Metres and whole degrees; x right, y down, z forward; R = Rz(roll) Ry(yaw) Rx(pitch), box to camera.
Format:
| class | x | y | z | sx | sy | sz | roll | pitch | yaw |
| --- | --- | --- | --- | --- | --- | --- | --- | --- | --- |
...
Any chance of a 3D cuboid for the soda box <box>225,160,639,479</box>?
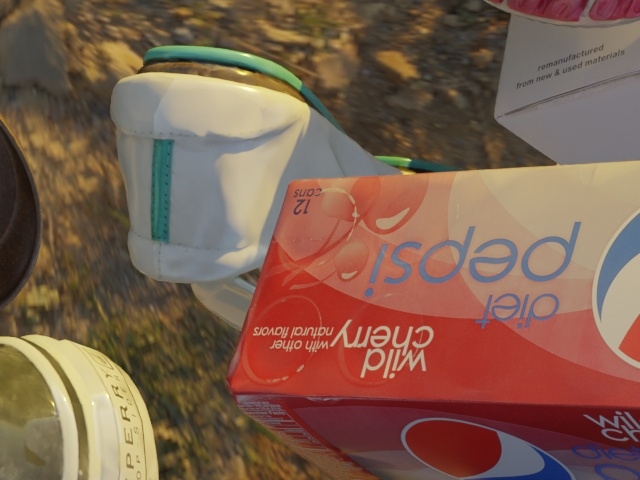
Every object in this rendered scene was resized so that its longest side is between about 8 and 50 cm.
| class | x | y | z | sx | sy | sz | roll | pitch | yaw |
| --- | --- | --- | --- | --- | --- | --- | --- | --- | --- |
| soda box | 0.098 | 0.031 | 0.585 | 0.083 | 0.263 | 0.092 | 40 | 59 | -42 |

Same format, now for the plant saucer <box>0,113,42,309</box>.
| class | x | y | z | sx | sy | sz | roll | pitch | yaw |
| --- | --- | --- | --- | --- | --- | --- | --- | --- | --- |
| plant saucer | -0.245 | -0.038 | 1.031 | 0.198 | 0.036 | 0.198 | 9 | 125 | 12 |

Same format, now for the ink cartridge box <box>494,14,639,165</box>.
| class | x | y | z | sx | sy | sz | roll | pitch | yaw |
| --- | --- | --- | --- | --- | --- | --- | --- | --- | --- |
| ink cartridge box | 0.227 | -0.160 | 1.052 | 0.207 | 0.117 | 0.283 | 30 | 61 | -35 |

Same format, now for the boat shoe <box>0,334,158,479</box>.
| class | x | y | z | sx | sy | sz | roll | pitch | yaw |
| --- | --- | --- | --- | --- | --- | --- | --- | --- | --- |
| boat shoe | -0.202 | 0.113 | 0.571 | 0.335 | 0.121 | 0.119 | -36 | 145 | 29 |

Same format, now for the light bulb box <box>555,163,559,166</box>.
| class | x | y | z | sx | sy | sz | roll | pitch | yaw |
| --- | --- | --- | --- | --- | --- | --- | --- | --- | --- |
| light bulb box | 0.345 | 0.114 | 1.234 | 0.225 | 0.361 | 0.358 | -54 | 135 | -6 |

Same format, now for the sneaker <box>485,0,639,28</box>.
| class | x | y | z | sx | sy | sz | roll | pitch | yaw |
| --- | --- | --- | --- | --- | --- | --- | --- | --- | --- |
| sneaker | 0.110 | -0.179 | 0.900 | 0.112 | 0.299 | 0.121 | 13 | 106 | -29 |

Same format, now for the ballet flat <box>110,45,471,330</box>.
| class | x | y | z | sx | sy | sz | roll | pitch | yaw |
| --- | --- | --- | --- | --- | --- | --- | --- | --- | --- |
| ballet flat | 0.000 | 0.000 | 1.015 | 0.139 | 0.400 | 0.139 | -4 | 79 | 24 |
